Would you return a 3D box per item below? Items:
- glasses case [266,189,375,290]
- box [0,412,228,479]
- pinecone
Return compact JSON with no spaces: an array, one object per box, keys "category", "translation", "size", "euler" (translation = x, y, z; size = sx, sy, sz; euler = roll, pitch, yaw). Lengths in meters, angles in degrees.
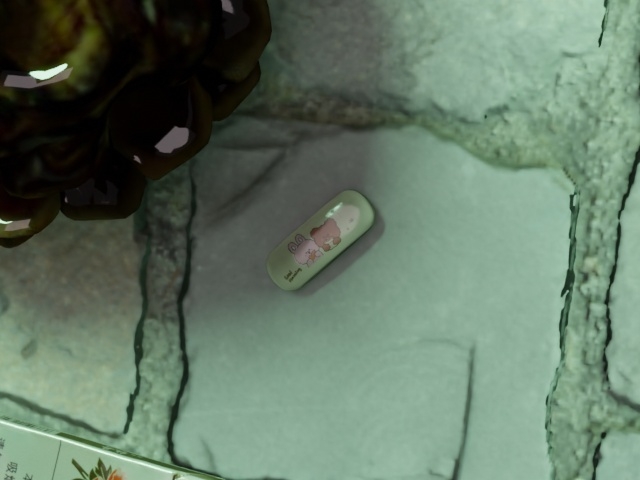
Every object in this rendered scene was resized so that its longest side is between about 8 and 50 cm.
[{"category":"glasses case","translation":[0.000,0.000,1.140],"size":[0.083,0.021,0.032],"euler":[-41,85,10]},{"category":"box","translation":[-0.154,0.194,1.173],"size":[0.198,0.029,0.109],"euler":[15,94,12]},{"category":"pinecone","translation":[-0.223,-0.202,1.028],"size":[0.398,0.398,0.397],"euler":[0,91,12]}]
